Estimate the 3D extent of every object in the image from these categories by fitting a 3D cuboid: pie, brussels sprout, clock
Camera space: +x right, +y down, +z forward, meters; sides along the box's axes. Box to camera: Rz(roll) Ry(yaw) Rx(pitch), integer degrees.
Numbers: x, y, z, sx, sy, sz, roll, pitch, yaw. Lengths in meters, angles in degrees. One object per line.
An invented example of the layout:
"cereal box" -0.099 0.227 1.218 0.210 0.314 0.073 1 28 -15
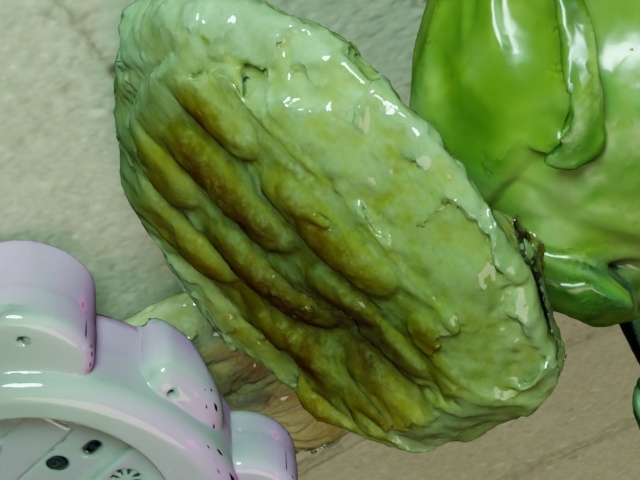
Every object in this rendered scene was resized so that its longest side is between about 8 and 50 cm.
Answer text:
"pie" 0.000 0.000 1.010 0.071 0.306 0.306 -47 155 -24
"pie" -0.063 0.101 1.294 0.185 0.052 0.218 -38 144 22
"brussels sprout" 0.180 -0.074 1.033 0.259 0.227 0.294 -10 155 9
"clock" -0.156 0.133 1.196 0.248 0.090 0.227 32 122 -27

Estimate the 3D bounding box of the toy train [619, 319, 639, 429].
"toy train" 0.313 0.015 1.208 0.299 0.238 0.167 -25 146 3
